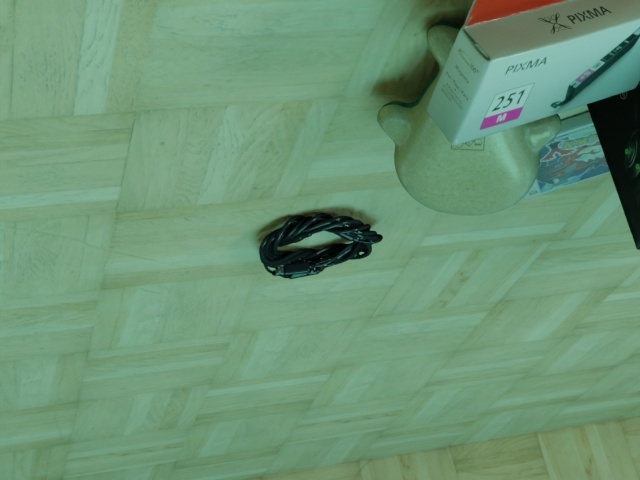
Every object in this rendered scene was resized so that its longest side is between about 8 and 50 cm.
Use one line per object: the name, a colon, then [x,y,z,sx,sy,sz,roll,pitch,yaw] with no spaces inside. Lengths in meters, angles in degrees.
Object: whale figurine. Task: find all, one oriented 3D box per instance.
whale figurine: [0.177,-0.158,1.510,0.216,0.141,0.272,2,134,8]

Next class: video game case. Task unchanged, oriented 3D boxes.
video game case: [0.367,-0.127,1.782,0.201,0.023,0.183,-18,156,10]

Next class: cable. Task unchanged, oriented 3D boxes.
cable: [0.000,0.000,1.853,0.184,0.047,0.150,-9,151,-5]

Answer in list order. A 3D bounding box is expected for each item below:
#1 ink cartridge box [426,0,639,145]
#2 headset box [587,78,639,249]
ink cartridge box: [0.264,-0.228,1.316,0.275,0.060,0.239,-19,150,-28]
headset box: [0.442,-0.150,1.448,0.131,0.283,0.246,-1,153,-26]
